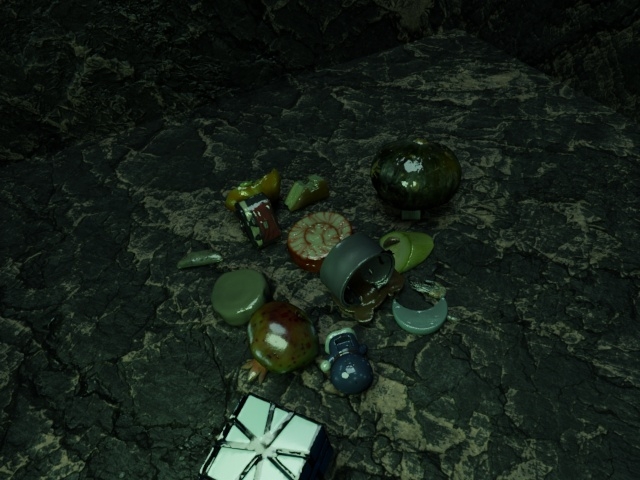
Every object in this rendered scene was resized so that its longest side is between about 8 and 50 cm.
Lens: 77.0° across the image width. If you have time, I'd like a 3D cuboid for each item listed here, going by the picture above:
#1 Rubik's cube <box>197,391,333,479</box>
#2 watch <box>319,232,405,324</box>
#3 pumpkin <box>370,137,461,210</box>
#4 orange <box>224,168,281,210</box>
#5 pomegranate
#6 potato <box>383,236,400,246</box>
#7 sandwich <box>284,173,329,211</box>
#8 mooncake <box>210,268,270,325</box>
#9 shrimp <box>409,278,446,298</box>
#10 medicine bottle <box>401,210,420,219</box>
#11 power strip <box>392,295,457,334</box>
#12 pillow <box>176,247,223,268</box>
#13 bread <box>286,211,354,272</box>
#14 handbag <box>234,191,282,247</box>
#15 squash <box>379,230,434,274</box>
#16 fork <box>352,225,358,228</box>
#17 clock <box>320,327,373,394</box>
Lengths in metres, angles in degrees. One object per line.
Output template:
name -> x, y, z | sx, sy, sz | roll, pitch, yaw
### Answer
Rubik's cube -> -0.153, 0.690, 1.251 | 0.294, 0.283, 0.288 | 14, 53, 25
watch -> 0.174, 0.122, 1.676 | 0.335, 0.326, 0.314 | -30, 51, -18
pumpkin -> 0.470, -0.337, 2.007 | 0.455, 0.343, 0.454 | -3, 27, 2
orange -> -0.352, -0.249, 2.151 | 0.335, 0.262, 0.196 | -23, 81, -22
pomegranate -> -0.152, 0.405, 1.565 | 0.291, 0.323, 0.290 | 13, 23, -6
potato -> 0.326, -0.002, 1.901 | 0.093, 0.036, 0.037 | -25, 53, 37
sandwich -> -0.084, -0.260, 2.199 | 0.236, 0.128, 0.122 | -27, 42, -15
mooncake -> -0.349, 0.251, 1.780 | 0.275, 0.135, 0.274 | -7, 47, 8
shrimp -> 0.469, 0.205, 1.758 | 0.161, 0.034, 0.091 | 18, 42, 15
medicine bottle -> 0.458, -0.134, 2.039 | 0.091, 0.058, 0.058 | 0, 49, 9
power strip -> 0.426, 0.306, 1.655 | 0.254, 0.054, 0.167 | -3, 51, 7
pillow -> -0.607, 0.084, 2.023 | 0.241, 0.051, 0.093 | -11, 48, 3
bread -> -0.004, 0.000, 1.958 | 0.328, 0.114, 0.295 | -34, 52, -18
handbag -> -0.313, -0.096, 2.005 | 0.182, 0.254, 0.181 | -26, 34, -12
squash -> 0.425, 0.047, 1.912 | 0.204, 0.155, 0.236 | -41, 45, 22
fork -> 0.140, -0.072, 2.070 | 0.115, 0.012, 0.016 | 7, 46, 21
clock -> 0.100, 0.461, 1.514 | 0.200, 0.146, 0.243 | -12, 40, -7
